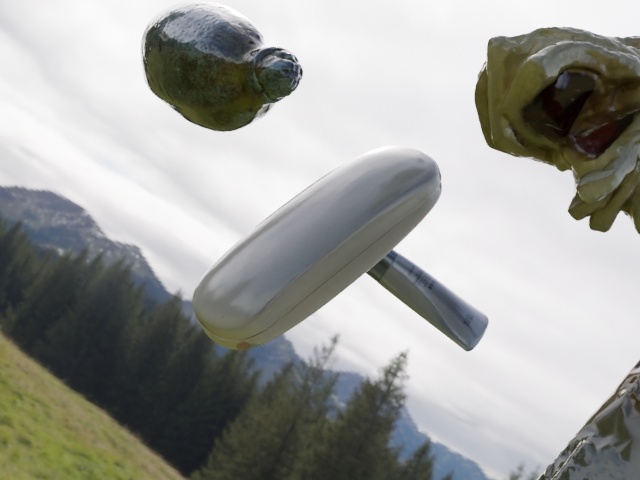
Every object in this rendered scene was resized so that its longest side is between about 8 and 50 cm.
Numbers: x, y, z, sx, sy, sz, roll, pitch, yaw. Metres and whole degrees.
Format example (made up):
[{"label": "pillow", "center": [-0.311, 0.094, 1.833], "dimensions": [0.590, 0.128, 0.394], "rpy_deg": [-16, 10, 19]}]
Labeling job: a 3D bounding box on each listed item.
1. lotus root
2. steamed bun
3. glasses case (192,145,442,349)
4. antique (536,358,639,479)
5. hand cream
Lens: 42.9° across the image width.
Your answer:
[{"label": "lotus root", "center": [-0.132, -0.207, 1.004], "dimensions": [0.322, 0.140, 0.158], "rpy_deg": [36, -27, 57]}, {"label": "steamed bun", "center": [0.394, -0.128, 1.022], "dimensions": [0.427, 0.247, 0.189], "rpy_deg": [0, 27, -24]}, {"label": "glasses case", "center": [0.000, 0.000, 0.571], "dimensions": [0.081, 0.204, 0.051], "rpy_deg": [33, -27, 47]}, {"label": "antique", "center": [0.192, 0.145, 0.411], "dimensions": [0.150, 0.284, 0.125], "rpy_deg": [39, -1, -41]}, {"label": "hand cream", "center": [0.127, 0.058, 1.154], "dimensions": [0.255, 0.079, 0.048], "rpy_deg": [38, -39, 3]}]
